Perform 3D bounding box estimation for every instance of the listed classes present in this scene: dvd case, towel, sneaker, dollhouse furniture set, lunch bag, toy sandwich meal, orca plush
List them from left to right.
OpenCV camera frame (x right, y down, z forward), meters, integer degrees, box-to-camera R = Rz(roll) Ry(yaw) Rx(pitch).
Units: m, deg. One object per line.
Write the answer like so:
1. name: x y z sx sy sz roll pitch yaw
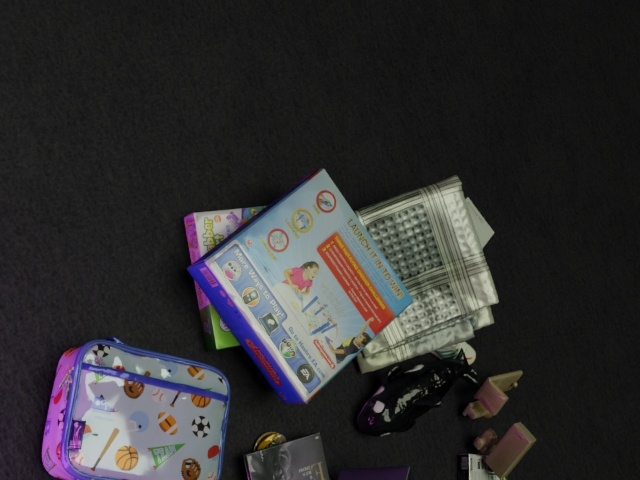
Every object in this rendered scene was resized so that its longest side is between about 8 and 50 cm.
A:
1. lunch bag: -0.298 0.287 1.623 0.303 0.115 0.243 20 66 -32
2. toy sandwich meal: -0.086 0.387 1.800 0.085 0.029 0.086 9 74 -34
3. dvd case: -0.045 0.472 1.780 0.164 0.018 0.221 -9 85 -38
4. towel: 0.180 0.071 1.954 0.312 0.056 0.324 -20 100 -14
5. orca plush: 0.213 0.316 1.956 0.287 0.102 0.151 -9 110 -34
6. sneaker: 0.275 0.218 2.068 0.161 0.075 0.057 30 64 -26
7. dollhouse furniture set: 0.394 0.380 2.068 0.123 0.144 0.151 -4 43 -46

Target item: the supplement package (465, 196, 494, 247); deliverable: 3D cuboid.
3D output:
1. supplement package: 0.261 0.010 2.087 0.105 0.105 0.179 51 56 -13

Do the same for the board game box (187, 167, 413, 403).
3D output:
1. board game box: -0.030 0.080 1.791 0.302 0.086 0.308 -39 100 -30

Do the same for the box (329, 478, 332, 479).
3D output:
1. box: -0.014 0.513 1.823 0.116 0.029 0.162 33 63 -25

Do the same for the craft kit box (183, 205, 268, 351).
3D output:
1. craft kit box: -0.112 0.061 1.829 0.246 0.061 0.250 -8 84 -28

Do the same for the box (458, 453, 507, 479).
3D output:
1. box: 0.337 0.550 2.060 0.114 0.036 0.207 12 72 -33

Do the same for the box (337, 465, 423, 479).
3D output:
1. box: 0.128 0.493 1.821 0.158 0.156 0.093 50 44 -35
